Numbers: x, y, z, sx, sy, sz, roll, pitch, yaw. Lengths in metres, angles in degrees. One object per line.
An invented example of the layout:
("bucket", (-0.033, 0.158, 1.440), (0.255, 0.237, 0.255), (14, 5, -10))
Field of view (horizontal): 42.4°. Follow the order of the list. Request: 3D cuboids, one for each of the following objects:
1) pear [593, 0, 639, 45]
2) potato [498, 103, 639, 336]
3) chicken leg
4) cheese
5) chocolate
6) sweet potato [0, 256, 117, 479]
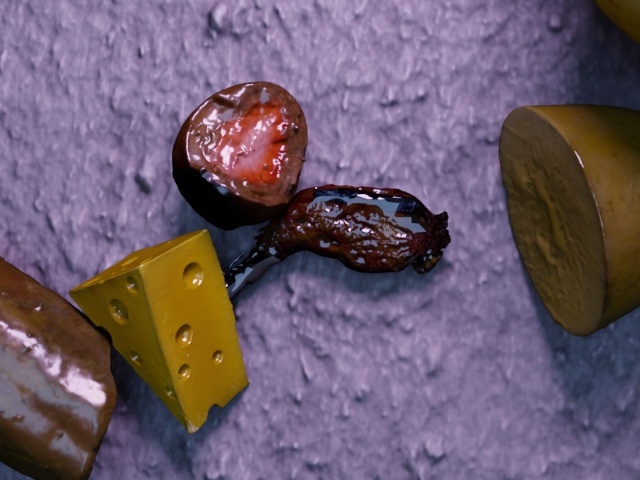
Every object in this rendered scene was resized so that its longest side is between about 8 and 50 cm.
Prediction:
("pear", (0.341, -0.287, 0.559), (0.362, 0.362, 0.418), (-26, 76, 7))
("potato", (0.266, -0.032, 0.725), (0.158, 0.178, 0.204), (-11, 63, -7))
("chicken leg", (0.000, 0.000, 0.810), (0.253, 0.051, 0.106), (-12, 93, 11))
("cheese", (-0.139, 0.092, 0.799), (0.126, 0.093, 0.171), (-18, 103, 41))
("chocolate", (-0.070, -0.085, 0.785), (0.133, 0.124, 0.127), (-41, 41, -22))
("sweet potato", (-0.340, 0.088, 0.805), (0.369, 0.158, 0.158), (37, 94, 6))
